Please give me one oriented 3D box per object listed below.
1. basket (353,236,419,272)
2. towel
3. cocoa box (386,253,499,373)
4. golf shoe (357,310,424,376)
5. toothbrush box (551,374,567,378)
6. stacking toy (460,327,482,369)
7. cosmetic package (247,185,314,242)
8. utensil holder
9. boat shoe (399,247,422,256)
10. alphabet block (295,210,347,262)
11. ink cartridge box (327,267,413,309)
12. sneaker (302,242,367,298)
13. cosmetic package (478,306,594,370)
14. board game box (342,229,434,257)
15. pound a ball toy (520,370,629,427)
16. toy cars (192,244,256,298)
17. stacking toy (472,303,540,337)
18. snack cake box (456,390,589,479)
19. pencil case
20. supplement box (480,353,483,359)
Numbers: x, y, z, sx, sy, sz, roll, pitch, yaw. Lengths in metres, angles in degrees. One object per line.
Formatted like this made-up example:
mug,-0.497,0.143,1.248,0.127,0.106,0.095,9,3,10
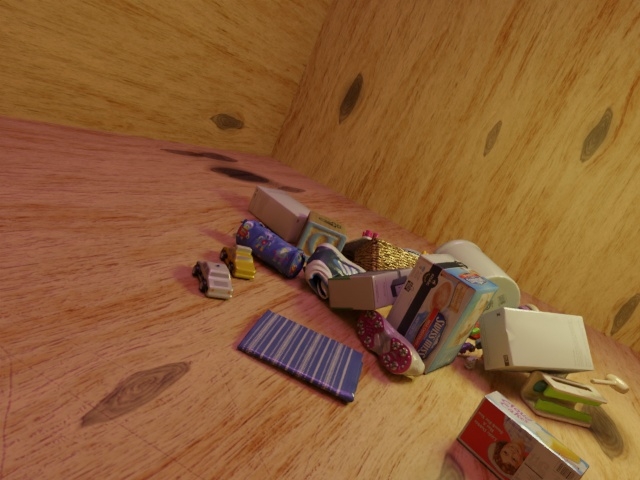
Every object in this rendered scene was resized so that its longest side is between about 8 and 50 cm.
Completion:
basket,0.296,0.163,2.005,0.300,0.213,0.222,24,48,-24
towel,-0.043,0.322,1.257,0.336,0.040,0.243,24,17,6
cocoa box,0.412,0.249,1.561,0.228,0.346,0.232,37,21,35
golf shoe,0.228,0.344,1.472,0.140,0.115,0.306,33,10,-34
toothbrush box,1.011,0.479,1.952,0.122,0.206,0.283,27,15,7
stacking toy,0.601,0.410,1.744,0.222,0.052,0.167,-8,30,-25
cosmetic package,-0.184,-0.135,2.275,0.197,0.155,0.366,7,24,-45
utensil holder,0.744,0.219,2.205,0.328,0.327,0.385,20,20,-17
boat shoe,0.438,0.103,2.504,0.336,0.120,0.119,10,15,-11
alphabet block,0.000,0.000,2.052,0.194,0.192,0.197,25,15,-7
ink cartridge box,0.201,0.178,1.660,0.211,0.121,0.289,-8,-2,42
sneaker,0.069,0.179,1.764,0.323,0.130,0.236,43,39,-15
cosmetic package,0.804,0.384,1.667,0.386,0.217,0.156,9,-25,-17
board game box,0.307,0.055,2.218,0.391,0.050,0.390,20,-14,-18
pound a ball toy,0.917,0.541,1.616,0.320,0.208,0.135,18,17,-19
toy cars,-0.314,0.082,1.515,0.177,0.087,0.393,26,16,5
stacking toy,0.814,0.373,1.996,0.331,0.141,0.141,-6,23,-9
snack cake box,0.507,0.538,1.134,0.089,0.152,0.264,7,24,-47
pencil case,-0.200,0.028,1.783,0.306,0.133,0.119,32,-15,21
supplement box,0.713,0.471,1.805,0.099,0.062,0.036,18,17,-18
